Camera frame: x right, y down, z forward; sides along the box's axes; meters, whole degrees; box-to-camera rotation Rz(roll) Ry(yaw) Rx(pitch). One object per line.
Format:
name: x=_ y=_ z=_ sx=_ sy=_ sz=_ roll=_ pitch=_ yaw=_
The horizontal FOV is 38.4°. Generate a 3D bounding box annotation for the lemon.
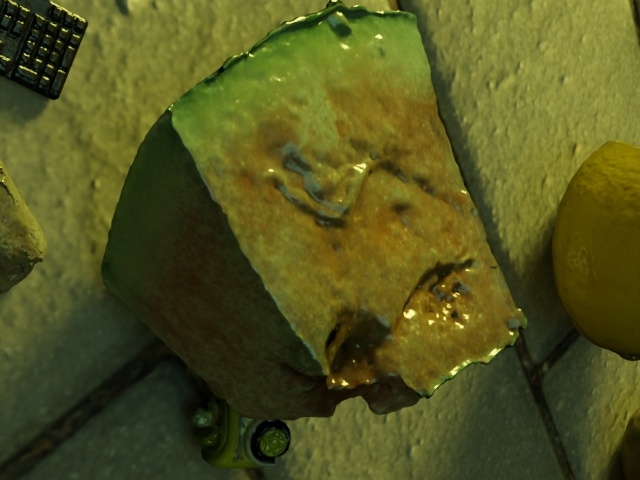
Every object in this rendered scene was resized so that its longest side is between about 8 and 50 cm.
lemon: x=0.353 y=0.020 z=0.947 sx=0.240 sy=0.240 sz=0.219 roll=9 pitch=103 yaw=-39

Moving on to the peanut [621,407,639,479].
peanut: x=0.449 y=0.332 z=1.129 sx=0.147 sy=0.147 sz=0.305 roll=-21 pitch=111 yaw=-35

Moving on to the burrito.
burrito: x=-0.228 y=-0.045 z=0.589 sx=0.051 sy=0.042 sz=0.171 roll=-44 pitch=124 yaw=-36

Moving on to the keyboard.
keyboard: x=-0.244 y=-0.157 z=0.574 sx=0.204 sy=0.013 sz=0.061 roll=25 pitch=83 yaw=-39

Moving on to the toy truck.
toy truck: x=-0.066 y=0.125 z=0.734 sx=0.077 sy=0.076 sz=0.111 roll=2 pitch=96 yaw=-19

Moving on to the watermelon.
watermelon: x=-0.012 y=-0.005 z=0.690 sx=0.264 sy=0.151 sz=0.302 roll=-31 pitch=104 yaw=-37
